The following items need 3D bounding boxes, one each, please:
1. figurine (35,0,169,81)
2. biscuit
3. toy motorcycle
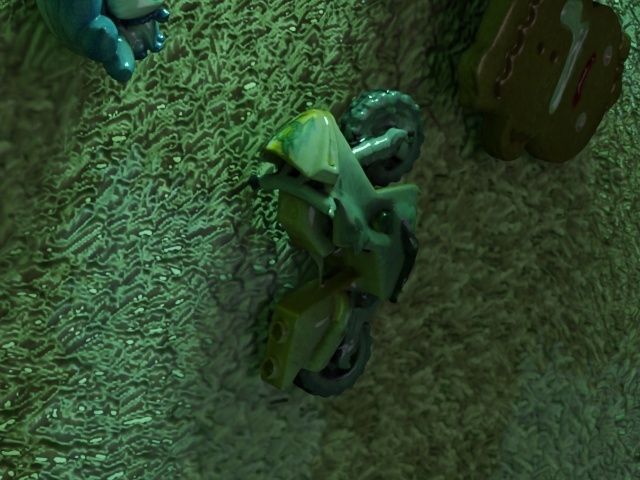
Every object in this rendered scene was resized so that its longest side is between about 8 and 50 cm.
[{"bbox_3d":[-0.134,-0.156,0.939,0.114,0.079,0.114,-9,90,-72],"label":"figurine"},{"bbox_3d":[0.195,-0.145,1.306,0.249,0.035,0.184,26,87,-57],"label":"biscuit"},{"bbox_3d":[0.000,0.000,1.105,0.130,0.094,0.229,4,104,-44],"label":"toy motorcycle"}]
